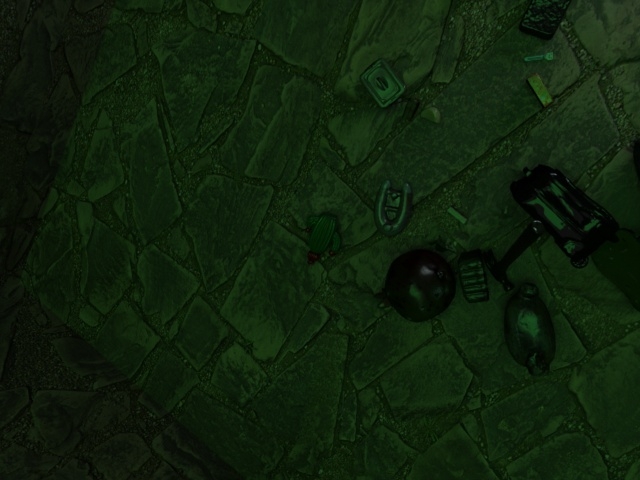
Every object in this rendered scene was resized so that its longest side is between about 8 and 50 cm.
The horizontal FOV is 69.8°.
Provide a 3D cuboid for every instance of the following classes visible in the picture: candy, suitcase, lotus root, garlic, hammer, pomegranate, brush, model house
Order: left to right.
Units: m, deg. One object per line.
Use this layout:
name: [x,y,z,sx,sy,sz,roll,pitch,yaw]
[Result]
pomegranate: [0.369,0.201,1.787,0.291,0.291,0.323,37,122,11]
garlic: [0.426,-0.486,1.763,0.083,0.041,0.053,25,121,23]
hammer: [0.671,0.045,1.584,0.044,0.440,0.168,-29,69,-9]
lotus root: [0.779,0.325,1.717,0.175,0.175,0.349,-7,93,22]
candy: [0.769,-0.526,1.611,0.038,0.062,0.122,-31,88,24]
brush: [0.776,-0.800,1.559,0.123,0.059,0.197,27,108,13]
suitcase: [0.790,-0.107,1.529,0.339,0.345,0.188,45,115,7]
model house: [1.113,0.084,1.561,0.294,0.154,0.207,56,158,20]

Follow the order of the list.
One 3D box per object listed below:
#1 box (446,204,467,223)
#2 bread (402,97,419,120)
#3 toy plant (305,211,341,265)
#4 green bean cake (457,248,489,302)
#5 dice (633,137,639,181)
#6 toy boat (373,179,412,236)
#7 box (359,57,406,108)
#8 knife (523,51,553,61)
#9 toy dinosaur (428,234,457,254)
box: [0.532,-0.101,1.784,0.083,0.053,0.024,43,112,10]
bread: [0.356,-0.521,1.775,0.043,0.109,0.062,29,65,9]
toy plant: [0.013,-0.005,1.982,0.155,0.088,0.240,-1,107,6]
green bean cake: [0.579,0.134,1.746,0.094,0.173,0.181,-11,98,21]
dice: [1.186,-0.217,1.366,0.348,0.328,0.330,-19,93,22]
toy boat: [0.288,-0.126,1.855,0.155,0.085,0.227,13,104,17]
box: [0.247,-0.602,1.778,0.124,0.093,0.172,-36,87,22]
knife: [0.768,-0.644,1.618,0.096,0.010,0.027,0,99,21]
toy dinosaur: [0.494,0.026,1.841,0.120,0.029,0.060,34,125,6]
